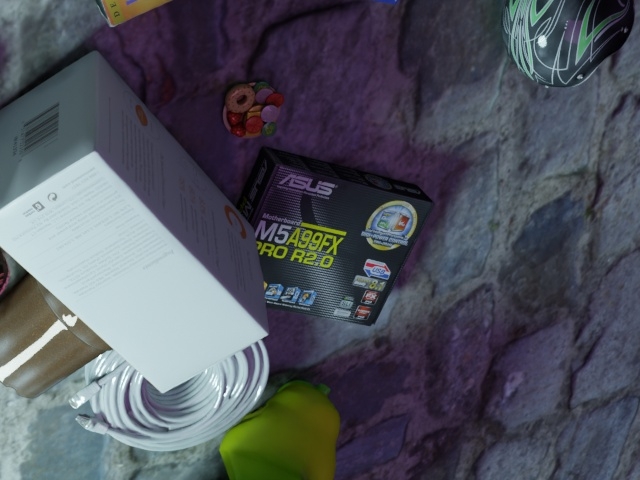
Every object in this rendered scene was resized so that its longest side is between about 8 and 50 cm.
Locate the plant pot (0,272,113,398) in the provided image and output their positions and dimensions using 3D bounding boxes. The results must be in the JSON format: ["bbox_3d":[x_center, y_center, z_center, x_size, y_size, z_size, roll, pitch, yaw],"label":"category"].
[{"bbox_3d":[-0.344,0.106,1.673,0.165,0.167,0.167,-38,130,11],"label":"plant pot"}]

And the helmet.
[{"bbox_3d":[0.321,-0.294,1.739,0.161,0.169,0.169,-39,131,-19],"label":"helmet"}]

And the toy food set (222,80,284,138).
[{"bbox_3d":[-0.088,-0.170,1.702,0.082,0.020,0.083,-8,123,-23],"label":"toy food set"}]

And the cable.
[{"bbox_3d":[-0.203,0.183,1.831,0.257,0.089,0.257,-47,130,6],"label":"cable"}]

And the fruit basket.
[{"bbox_3d":[-0.107,0.378,1.898,0.282,0.392,0.392,1,121,-8],"label":"fruit basket"}]

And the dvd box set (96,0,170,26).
[{"bbox_3d":[-0.105,-0.461,1.478,0.420,0.062,0.308,-26,129,-10],"label":"dvd box set"}]

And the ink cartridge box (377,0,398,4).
[{"bbox_3d":[0.110,-0.382,1.592,0.097,0.046,0.207,-2,143,-45],"label":"ink cartridge box"}]

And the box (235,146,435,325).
[{"bbox_3d":[0.000,0.000,1.832,0.270,0.060,0.216,13,114,-32],"label":"box"}]

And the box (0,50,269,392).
[{"bbox_3d":[-0.230,-0.017,1.573,0.168,0.215,0.345,-30,127,14],"label":"box"}]

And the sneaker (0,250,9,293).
[{"bbox_3d":[-0.419,0.052,1.618,0.047,0.119,0.057,-1,148,3],"label":"sneaker"}]
